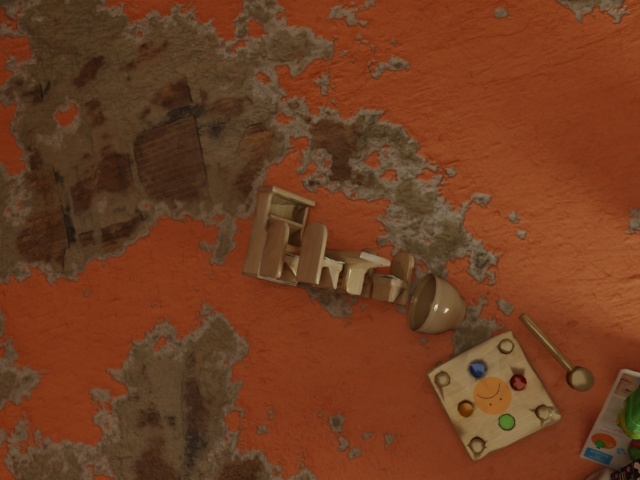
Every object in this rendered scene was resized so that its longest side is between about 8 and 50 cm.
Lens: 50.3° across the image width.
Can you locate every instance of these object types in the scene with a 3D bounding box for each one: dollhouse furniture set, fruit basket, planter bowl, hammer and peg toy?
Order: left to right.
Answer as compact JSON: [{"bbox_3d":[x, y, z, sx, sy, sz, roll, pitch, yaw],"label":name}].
[{"bbox_3d":[0.000,0.000,1.800,0.394,0.362,0.256,5,82,44],"label":"dollhouse furniture set"},{"bbox_3d":[0.315,0.178,1.797,0.109,0.162,0.161,18,84,-10],"label":"planter bowl"},{"bbox_3d":[0.480,0.361,1.730,0.362,0.127,0.265,-30,73,6],"label":"hammer and peg toy"},{"bbox_3d":[0.802,0.458,1.556,0.327,0.165,0.352,16,126,15],"label":"fruit basket"}]

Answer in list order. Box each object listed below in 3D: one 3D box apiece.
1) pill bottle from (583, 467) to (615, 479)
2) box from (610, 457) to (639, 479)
[{"bbox_3d":[0.723,0.681,1.604,0.146,0.146,0.264,-43,74,3],"label":"pill bottle"},{"bbox_3d":[0.793,0.603,1.504,0.248,0.142,0.163,23,45,-8],"label":"box"}]
